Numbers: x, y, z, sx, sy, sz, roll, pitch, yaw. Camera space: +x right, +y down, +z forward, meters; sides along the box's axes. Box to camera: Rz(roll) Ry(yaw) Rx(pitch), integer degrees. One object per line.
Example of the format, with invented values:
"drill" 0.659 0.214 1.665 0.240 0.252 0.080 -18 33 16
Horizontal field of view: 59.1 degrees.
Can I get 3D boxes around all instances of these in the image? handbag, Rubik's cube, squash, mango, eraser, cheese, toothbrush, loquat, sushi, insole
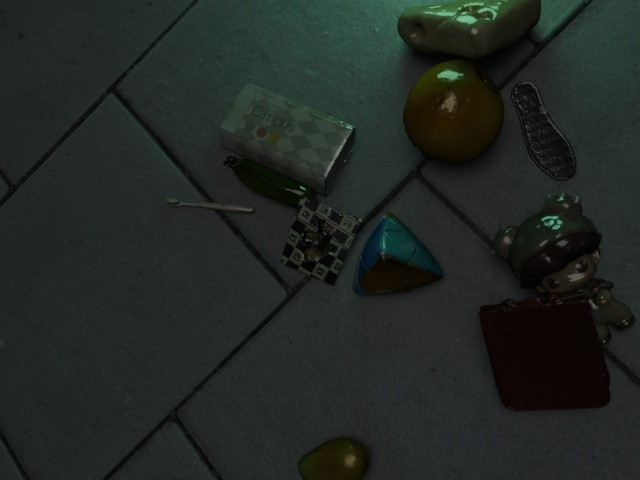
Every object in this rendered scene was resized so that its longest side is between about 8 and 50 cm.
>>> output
"handbag" 0.529 0.264 1.337 0.260 0.084 0.276 -14 100 32
"Rubik's cube" 0.223 0.028 1.526 0.254 0.254 0.255 -3 78 14
"squash" -0.162 -0.178 1.698 0.331 0.087 0.087 27 86 18
"mango" 0.033 0.588 1.481 0.194 0.092 0.130 -9 78 18
"eraser" -0.107 -0.312 1.711 0.396 0.082 0.213 28 86 18
"cheese" 0.427 -0.619 1.591 0.328 0.130 0.351 -27 34 -21
"toothbrush" -0.350 -0.110 1.761 0.307 0.029 0.025 6 73 16
"loquat" 0.350 -0.334 1.512 0.274 0.275 0.275 -3 78 14
"sushi" 0.000 0.000 1.633 0.192 0.040 0.210 23 98 13
"insole" 0.611 -0.304 1.555 0.110 0.012 0.310 -19 75 12

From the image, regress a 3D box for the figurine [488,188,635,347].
"figurine" 0.612 0.076 1.389 0.248 0.203 0.381 -37 88 29
